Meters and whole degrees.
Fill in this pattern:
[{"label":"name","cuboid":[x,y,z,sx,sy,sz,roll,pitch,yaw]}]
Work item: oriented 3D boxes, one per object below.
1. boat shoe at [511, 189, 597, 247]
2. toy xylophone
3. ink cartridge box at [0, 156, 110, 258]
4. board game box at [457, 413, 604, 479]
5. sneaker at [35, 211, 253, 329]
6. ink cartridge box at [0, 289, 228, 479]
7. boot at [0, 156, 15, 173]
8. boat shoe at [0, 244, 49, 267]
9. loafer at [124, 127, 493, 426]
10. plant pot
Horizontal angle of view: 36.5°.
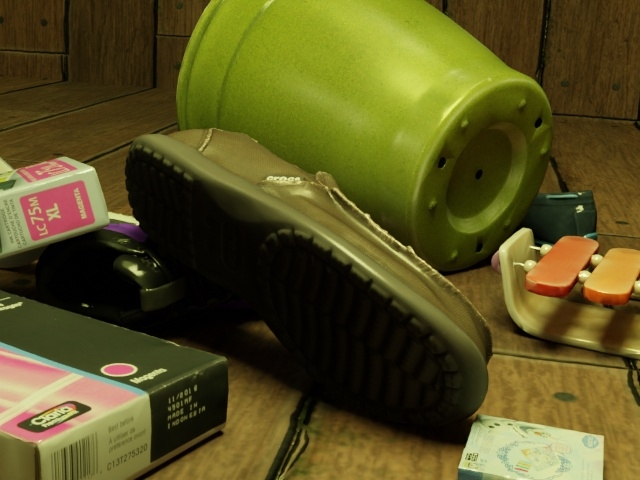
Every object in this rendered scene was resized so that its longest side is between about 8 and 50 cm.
[{"label":"boat shoe","cuboid":[0.265,-0.057,1.317,0.258,0.089,0.109,15,18,37]},{"label":"toy xylophone","cuboid":[0.330,0.052,0.936,0.322,0.081,0.236,8,15,15]},{"label":"ink cartridge box","cuboid":[-0.354,-0.004,0.851,0.311,0.065,0.185,-21,14,-18]},{"label":"board game box","cuboid":[0.142,0.148,0.647,0.090,0.020,0.090,7,15,16]},{"label":"sneaker","cuboid":[-0.121,0.032,0.887,0.293,0.102,0.146,-3,14,5]},{"label":"ink cartridge box","cuboid":[-0.265,0.092,0.698,0.370,0.069,0.175,9,16,30]},{"label":"boot","cuboid":[-0.422,-0.082,1.179,0.086,0.069,0.190,13,-26,48]},{"label":"boat shoe","cuboid":[-0.382,-0.033,1.072,0.258,0.095,0.084,11,21,24]},{"label":"loafer","cuboid":[0.000,0.000,0.773,0.366,0.134,0.130,37,46,27]},{"label":"plant pot","cuboid":[0.076,-0.139,1.181,0.366,0.367,0.353,-10,32,-42]}]
